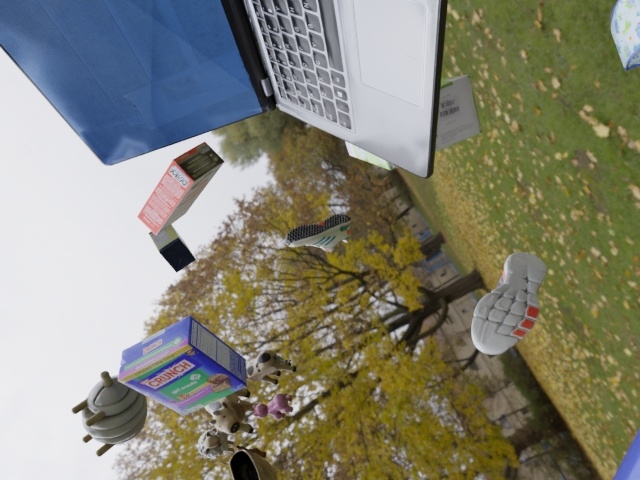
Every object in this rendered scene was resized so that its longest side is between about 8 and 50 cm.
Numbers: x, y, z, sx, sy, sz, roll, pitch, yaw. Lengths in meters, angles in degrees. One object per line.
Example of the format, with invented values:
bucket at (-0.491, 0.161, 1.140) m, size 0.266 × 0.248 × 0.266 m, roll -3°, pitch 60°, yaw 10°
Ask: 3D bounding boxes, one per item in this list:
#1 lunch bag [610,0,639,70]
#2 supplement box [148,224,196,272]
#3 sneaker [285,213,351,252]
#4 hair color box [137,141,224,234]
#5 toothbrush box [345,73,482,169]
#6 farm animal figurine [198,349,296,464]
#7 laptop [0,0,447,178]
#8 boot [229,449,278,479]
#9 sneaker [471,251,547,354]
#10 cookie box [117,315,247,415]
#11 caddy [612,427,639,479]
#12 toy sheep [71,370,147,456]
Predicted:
lunch bag at (0.689, -0.462, 0.994) m, size 0.151 × 0.096 × 0.129 m, roll 7°, pitch -112°, yaw -60°
supplement box at (-0.350, 0.014, 1.098) m, size 0.083 × 0.056 × 0.083 m, roll 46°, pitch 165°, yaw 39°
sneaker at (0.000, 0.000, 1.016) m, size 0.057 × 0.161 × 0.075 m, roll 33°, pitch 136°, yaw 49°
hair color box at (-0.250, -0.091, 0.824) m, size 0.053 × 0.167 × 0.093 m, roll 46°, pitch -142°, yaw -6°
toothbrush box at (0.176, -0.258, 1.003) m, size 0.283 × 0.206 × 0.122 m, roll -127°, pitch 16°, yaw -71°
farm animal figurine at (-0.238, 0.467, 1.314) m, size 0.172 × 0.326 × 0.331 m, roll 28°, pitch -113°, yaw -33°
laptop at (-0.114, -0.189, 0.462) m, size 0.407 × 0.236 × 0.382 m, roll 31°, pitch 160°, yaw 25°
boot at (-0.093, 0.515, 0.821) m, size 0.305 × 0.112 × 0.115 m, roll 50°, pitch 164°, yaw 43°
sneaker at (0.220, 0.082, 0.542) m, size 0.061 × 0.158 × 0.065 m, roll 28°, pitch 141°, yaw 26°
cookie box at (-0.148, 0.142, 0.512) m, size 0.107 × 0.091 × 0.040 m, roll 53°, pitch -166°, yaw -41°
caddy at (0.429, 0.320, 0.468) m, size 0.341 × 0.179 × 0.241 m, roll 17°, pitch -175°, yaw -39°
toy sheep at (-0.281, 0.230, 0.630) m, size 0.091 × 0.091 × 0.132 m, roll -106°, pitch 17°, yaw -55°
